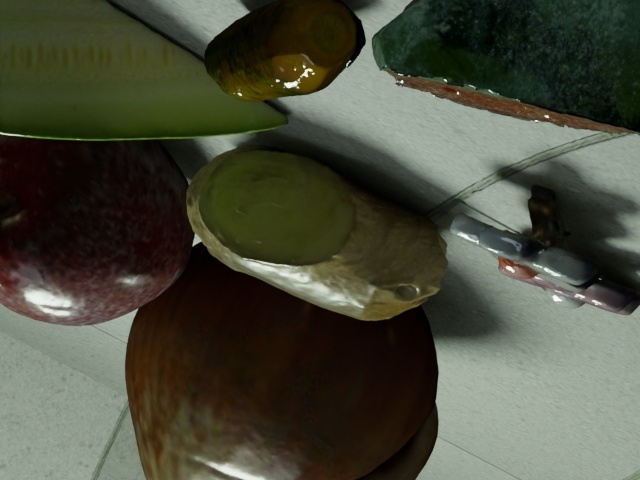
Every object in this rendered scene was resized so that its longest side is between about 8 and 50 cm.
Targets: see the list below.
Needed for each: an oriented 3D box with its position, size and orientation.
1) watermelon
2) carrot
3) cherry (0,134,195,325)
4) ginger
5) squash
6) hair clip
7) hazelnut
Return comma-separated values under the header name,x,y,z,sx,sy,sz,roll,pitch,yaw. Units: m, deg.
name,x,y,z,sx,sy,sz,roll,pitch,yaw
watermelon,0.135,-0.132,1.346,0.193,0.140,0.257,22,175,-2
carrot,-0.029,-0.151,1.595,0.082,0.082,0.173,31,161,-19
cherry,-0.246,-0.023,2.101,0.203,0.230,0.300,2,172,41
ginger,0.000,0.000,1.969,0.275,0.130,0.221,24,175,29
squash,-0.190,-0.185,1.838,0.288,0.203,0.111,-6,178,-25
hair clip,0.209,0.018,1.806,0.146,0.075,0.257,13,165,27
hazelnut,-0.044,0.174,2.263,0.359,0.359,0.409,32,173,-21
